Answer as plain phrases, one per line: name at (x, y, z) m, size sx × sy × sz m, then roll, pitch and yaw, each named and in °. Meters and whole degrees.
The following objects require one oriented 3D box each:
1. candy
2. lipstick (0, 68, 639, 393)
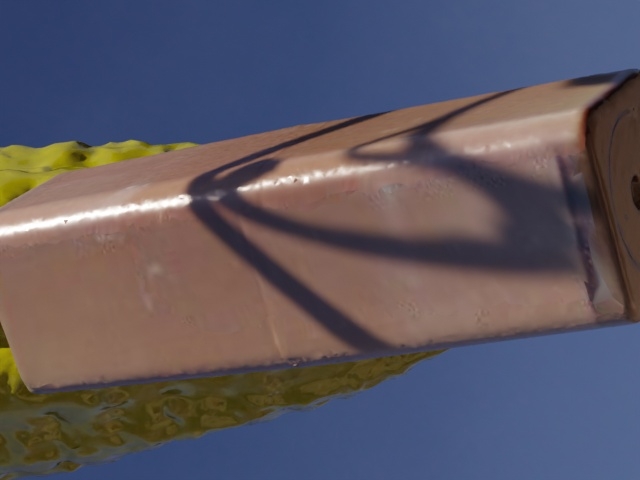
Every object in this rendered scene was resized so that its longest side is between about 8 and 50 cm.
candy at (-0.047, 0.016, 0.551) m, size 0.106 × 0.199 × 0.094 m, roll 90°, pitch 172°, yaw -78°
lipstick at (0.000, 0.000, 0.404) m, size 0.045 × 0.145 × 0.045 m, roll -40°, pitch -63°, yaw -56°
